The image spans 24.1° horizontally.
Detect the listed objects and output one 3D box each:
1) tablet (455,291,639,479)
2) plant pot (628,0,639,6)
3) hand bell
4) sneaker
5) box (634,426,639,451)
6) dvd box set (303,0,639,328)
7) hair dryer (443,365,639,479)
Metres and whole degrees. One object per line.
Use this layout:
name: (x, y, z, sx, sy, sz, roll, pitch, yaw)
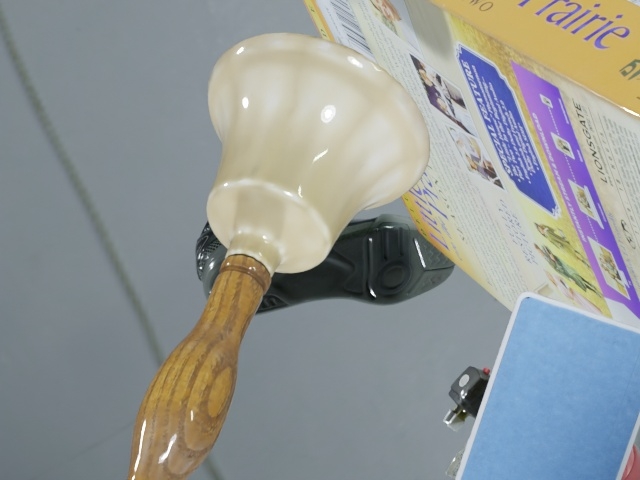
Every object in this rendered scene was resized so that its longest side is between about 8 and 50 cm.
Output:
tablet: (0.082, 0.065, 0.524, 0.054, 0.006, 0.083, 19, 95, 7)
plant pot: (0.280, -0.196, 1.288, 0.109, 0.096, 0.109, -21, 83, 30)
hand bell: (-0.041, 0.026, 0.733, 0.126, 0.126, 0.242, 14, 53, 13)
sneaker: (0.000, 0.000, 1.296, 0.227, 0.130, 0.087, -7, 122, -14)
box: (0.237, 0.211, 1.298, 0.063, 0.067, 0.324, 12, 124, 21)
dvd box set: (0.129, -0.040, 0.882, 0.062, 0.420, 0.308, -34, 124, -9)
hair dryer: (0.151, 0.218, 1.183, 0.293, 0.080, 0.223, 31, 116, -24)
